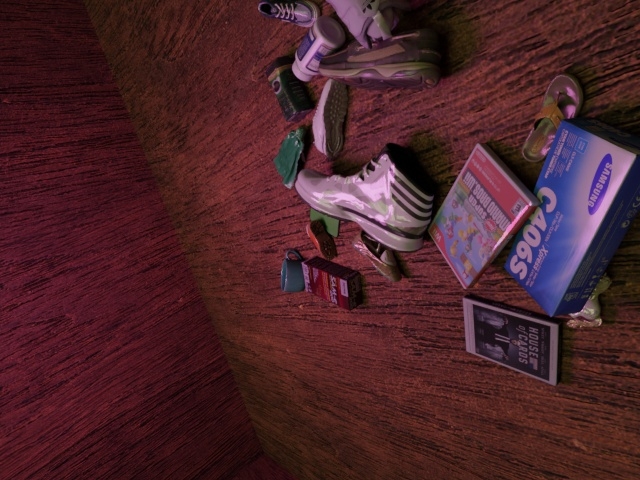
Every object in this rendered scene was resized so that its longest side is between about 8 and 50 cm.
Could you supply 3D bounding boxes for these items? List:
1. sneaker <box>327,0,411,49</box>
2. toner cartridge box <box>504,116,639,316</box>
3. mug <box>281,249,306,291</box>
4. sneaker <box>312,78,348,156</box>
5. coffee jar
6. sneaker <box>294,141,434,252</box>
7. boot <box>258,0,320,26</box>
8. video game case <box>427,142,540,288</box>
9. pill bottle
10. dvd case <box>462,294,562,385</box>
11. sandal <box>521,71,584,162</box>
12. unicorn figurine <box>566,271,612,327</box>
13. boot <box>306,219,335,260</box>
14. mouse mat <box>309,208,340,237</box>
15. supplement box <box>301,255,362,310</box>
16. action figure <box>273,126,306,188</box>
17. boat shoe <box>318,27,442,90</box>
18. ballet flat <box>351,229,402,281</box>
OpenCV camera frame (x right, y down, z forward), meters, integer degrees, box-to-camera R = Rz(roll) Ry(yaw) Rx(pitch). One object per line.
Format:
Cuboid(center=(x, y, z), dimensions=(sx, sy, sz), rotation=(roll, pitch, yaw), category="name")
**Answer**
Cuboid(center=(0.077, -0.544, 0.904), dimensions=(0.137, 0.365, 0.210), rotation=(-37, 115, 26), category="sneaker")
Cuboid(center=(0.477, -0.037, 0.789), dimensions=(0.165, 0.075, 0.347), rotation=(-115, 23, -52), category="toner cartridge box")
Cuboid(center=(-0.097, 0.128, 1.647), dimensions=(0.129, 0.098, 0.157), rotation=(-132, 47, -72), category="mug")
Cuboid(center=(0.017, -0.367, 1.223), dimensions=(0.095, 0.090, 0.235), rotation=(46, 140, 39), category="sneaker")
Cuboid(center=(-0.101, -0.475, 1.303), dimensions=(0.096, 0.079, 0.184), rotation=(-15, 100, 58), category="coffee jar")
Cuboid(center=(0.126, -0.175, 1.168), dimensions=(0.448, 0.169, 0.257), rotation=(30, 124, 28), category="sneaker")
Cuboid(center=(-0.092, -0.647, 1.178), dimensions=(0.190, 0.086, 0.069), rotation=(32, 134, 37), category="boot")
Cuboid(center=(0.359, -0.051, 0.965), dimensions=(0.285, 0.025, 0.204), rotation=(107, 149, -45), category="video game case")
Cuboid(center=(-0.012, -0.522, 1.147), dimensions=(0.169, 0.094, 0.094), rotation=(-32, 85, 55), category="pill bottle")
Cuboid(center=(0.482, 0.247, 1.058), dimensions=(0.239, 0.030, 0.179), rotation=(14, 122, 48), category="dvd case")
Cuboid(center=(0.439, -0.226, 0.798), dimensions=(0.072, 0.049, 0.180), rotation=(40, 139, 29), category="sandal")
Cuboid(center=(0.552, 0.114, 0.869), dimensions=(0.111, 0.060, 0.161), rotation=(0, 127, 51), category="unicorn figurine")
Cuboid(center=(0.000, 0.000, 1.503), dimensions=(0.157, 0.059, 0.085), rotation=(63, 163, -6), category="boot")
Cuboid(center=(0.016, -0.115, 1.442), dimensions=(0.153, 0.007, 0.189), rotation=(36, 136, 34), category="mouse mat")
Cuboid(center=(0.040, 0.153, 1.522), dimensions=(0.240, 0.073, 0.130), rotation=(17, 124, 45), category="supplement box")
Cuboid(center=(-0.094, -0.300, 1.418), dimensions=(0.137, 0.064, 0.232), rotation=(55, 148, 15), category="action figure")
Cuboid(center=(0.141, -0.441, 1.001), dimensions=(0.356, 0.132, 0.130), rotation=(21, 105, 41), category="boat shoe")
Cuboid(center=(0.179, 0.042, 1.283), dimensions=(0.206, 0.073, 0.067), rotation=(42, 125, 23), category="ballet flat")
